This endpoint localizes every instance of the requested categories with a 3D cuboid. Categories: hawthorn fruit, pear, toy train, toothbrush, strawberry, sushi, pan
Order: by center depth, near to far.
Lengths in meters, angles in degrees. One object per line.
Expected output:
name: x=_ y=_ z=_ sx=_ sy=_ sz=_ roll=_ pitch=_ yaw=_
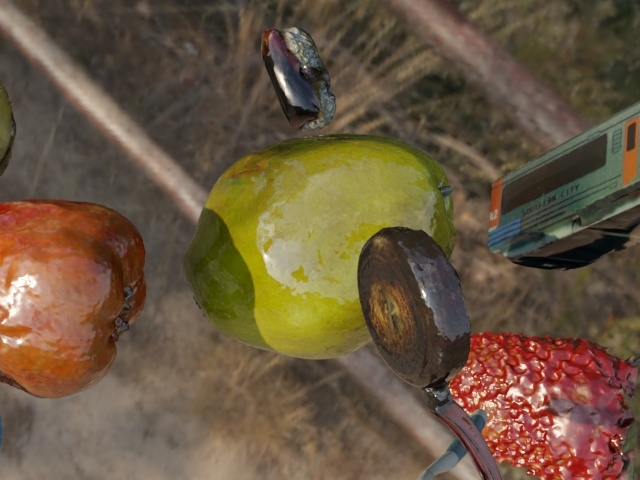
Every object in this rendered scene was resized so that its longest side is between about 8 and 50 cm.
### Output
pan: x=0.077 y=0.091 z=0.914 sx=0.040 sy=0.115 sz=0.212 roll=-25 pitch=102 yaw=-22
toy train: x=0.254 y=-0.062 z=0.939 sx=0.086 sy=0.409 sz=0.089 roll=12 pitch=71 yaw=-20
sushi: x=-0.023 y=-0.120 z=0.998 sx=0.046 sy=0.044 sz=0.083 roll=-16 pitch=83 yaw=-58
toothbrush: x=0.106 y=0.167 z=1.035 sx=0.025 sy=0.019 sz=0.275 roll=45 pitch=14 yaw=9
strawberry: x=0.215 y=0.162 z=1.296 sx=0.208 sy=0.087 sz=0.167 roll=4 pitch=66 yaw=1
hawthorn fruit: x=-0.304 y=0.048 z=1.334 sx=0.243 sy=0.207 sz=0.207 roll=14 pitch=43 yaw=2
pear: x=0.000 y=0.000 z=1.515 sx=0.321 sy=0.269 sz=0.269 roll=-22 pitch=51 yaw=6

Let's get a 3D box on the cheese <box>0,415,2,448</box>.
cheese: x=-0.395 y=0.227 z=1.475 sx=0.037 sy=0.106 sz=0.256 roll=-9 pitch=10 yaw=3

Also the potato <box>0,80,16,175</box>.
potato: x=-0.487 y=-0.175 z=1.442 sx=0.242 sy=0.242 sz=0.285 roll=-24 pitch=60 yaw=-39
